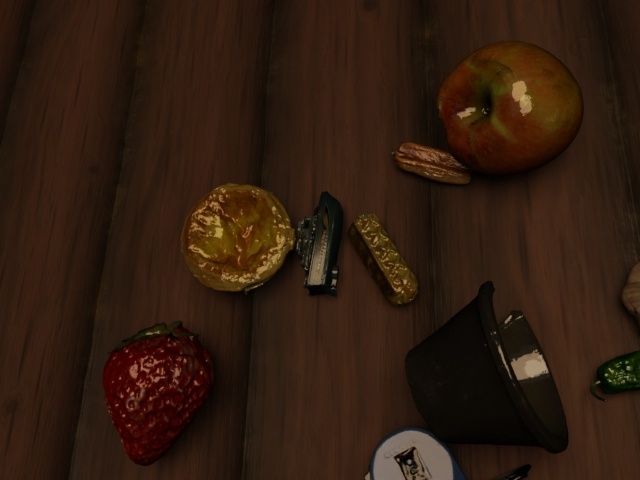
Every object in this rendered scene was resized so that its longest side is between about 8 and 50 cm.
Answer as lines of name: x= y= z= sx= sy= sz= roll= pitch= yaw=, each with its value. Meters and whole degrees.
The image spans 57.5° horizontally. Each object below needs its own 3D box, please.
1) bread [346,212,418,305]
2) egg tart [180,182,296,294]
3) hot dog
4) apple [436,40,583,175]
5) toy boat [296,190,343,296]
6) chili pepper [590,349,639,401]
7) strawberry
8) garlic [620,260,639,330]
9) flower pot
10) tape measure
bread: x=0.166 y=0.053 z=1.537 sx=0.098 sy=0.087 sz=0.269 roll=-31 pitch=65 yaw=1
egg tart: x=-0.230 y=-0.004 z=1.639 sx=0.341 sy=0.132 sz=0.341 roll=-6 pitch=69 yaw=14
hot dog: x=0.306 y=-0.213 z=1.613 sx=0.236 sy=0.062 sz=0.092 roll=21 pitch=77 yaw=18
apple: x=0.474 y=-0.323 z=1.465 sx=0.340 sy=0.339 sz=0.339 roll=-5 pitch=69 yaw=13
toy boat: x=-0.003 y=0.001 z=1.586 sx=0.122 sy=0.114 sz=0.296 roll=4 pitch=71 yaw=7
chili pepper: x=0.728 y=0.296 z=1.304 sx=0.257 sy=0.074 sz=0.100 roll=-12 pitch=67 yaw=10
strawberry: x=-0.396 y=0.374 z=1.475 sx=0.292 sy=0.292 sz=0.310 roll=-24 pitch=92 yaw=5
garlic: x=0.805 y=0.123 z=1.307 sx=0.228 sy=0.152 sz=0.228 roll=-3 pitch=76 yaw=12
flower pot: x=0.349 y=0.312 z=1.279 sx=0.251 sy=0.379 sz=0.379 roll=-27 pitch=64 yaw=23
tape measure: x=0.278 y=0.511 z=1.335 sx=0.351 sy=0.098 sz=0.215 roll=-28 pitch=67 yaw=1
